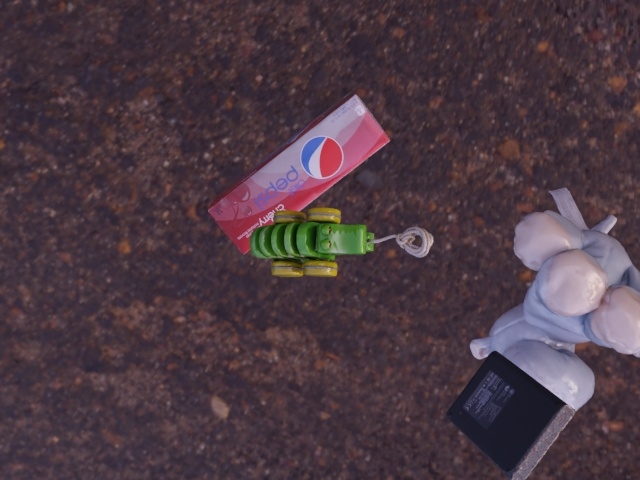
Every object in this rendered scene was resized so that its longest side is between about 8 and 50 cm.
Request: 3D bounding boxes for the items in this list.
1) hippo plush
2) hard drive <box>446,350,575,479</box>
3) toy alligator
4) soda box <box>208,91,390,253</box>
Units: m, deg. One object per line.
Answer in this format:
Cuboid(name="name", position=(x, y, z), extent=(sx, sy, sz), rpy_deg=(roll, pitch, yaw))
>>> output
Cuboid(name="hippo plush", position=(0.293, 0.095, 1.123), extent=(0.234, 0.294, 0.237), rpy_deg=(24, 119, -27))
Cuboid(name="hard drive", position=(0.196, 0.183, 0.906), extent=(0.022, 0.135, 0.094), rpy_deg=(36, 92, -26))
Cuboid(name="toy alligator", position=(0.000, 0.000, 0.714), extent=(0.189, 0.051, 0.056), rpy_deg=(-3, 81, 40))
Cuboid(name="soda box", position=(-0.032, -0.098, 1.219), extent=(0.263, 0.092, 0.083), rpy_deg=(-38, 102, 6))
